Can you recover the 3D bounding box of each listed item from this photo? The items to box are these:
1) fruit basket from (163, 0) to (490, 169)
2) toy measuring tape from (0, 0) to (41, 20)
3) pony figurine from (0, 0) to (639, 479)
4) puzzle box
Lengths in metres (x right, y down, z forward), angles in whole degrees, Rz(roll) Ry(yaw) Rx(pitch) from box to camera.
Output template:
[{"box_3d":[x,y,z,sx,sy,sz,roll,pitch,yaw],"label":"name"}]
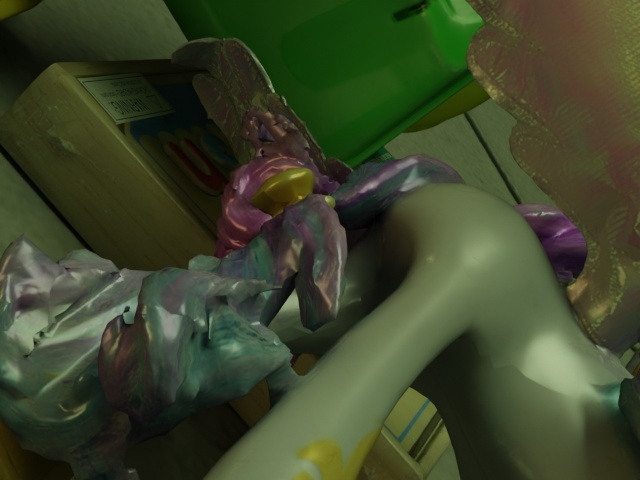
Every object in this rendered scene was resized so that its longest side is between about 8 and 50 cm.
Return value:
[{"box_3d":[0.061,-0.202,0.782,0.283,0.392,0.392,58,15,-13],"label":"fruit basket"},{"box_3d":[-0.186,-0.154,0.595,0.121,0.121,0.330,44,18,-7],"label":"toy measuring tape"},{"box_3d":[0.054,0.026,0.475,0.363,0.303,0.351,-31,84,-43],"label":"pony figurine"},{"box_3d":[0.000,0.000,0.797,0.272,0.052,0.409,48,18,4],"label":"puzzle box"}]
